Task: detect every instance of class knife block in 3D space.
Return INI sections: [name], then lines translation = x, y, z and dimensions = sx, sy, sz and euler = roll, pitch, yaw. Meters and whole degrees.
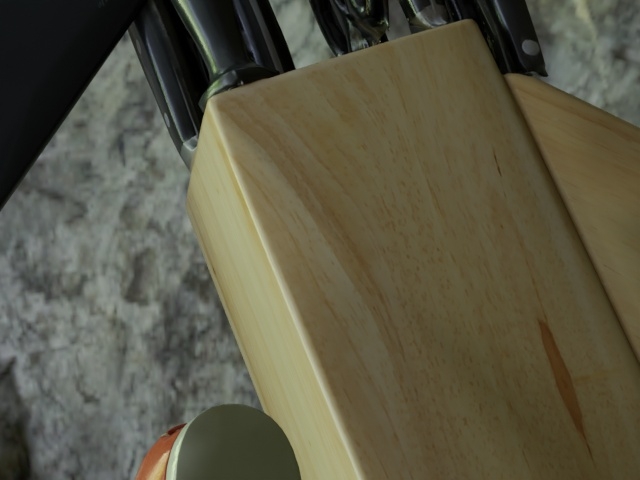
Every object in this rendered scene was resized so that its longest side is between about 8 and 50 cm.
[knife block]
translation = 0.000, 0.000, 0.450
dimensions = 0.242, 0.088, 0.276
euler = 24, -113, 1

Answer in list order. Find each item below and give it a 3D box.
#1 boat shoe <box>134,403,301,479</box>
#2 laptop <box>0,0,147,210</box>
[boat shoe]
translation = -0.028, 0.105, 0.303
dimensions = 0.049, 0.043, 0.137
euler = 16, -123, -27
[laptop]
translation = -0.203, -0.062, 0.581
dimensions = 0.136, 0.264, 0.234
euler = 36, -92, -18
